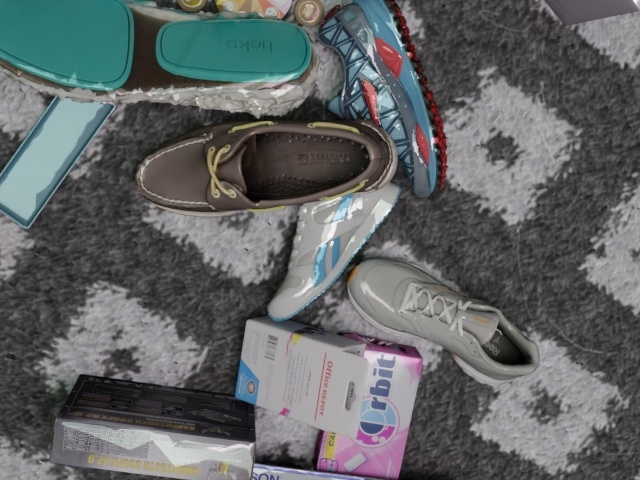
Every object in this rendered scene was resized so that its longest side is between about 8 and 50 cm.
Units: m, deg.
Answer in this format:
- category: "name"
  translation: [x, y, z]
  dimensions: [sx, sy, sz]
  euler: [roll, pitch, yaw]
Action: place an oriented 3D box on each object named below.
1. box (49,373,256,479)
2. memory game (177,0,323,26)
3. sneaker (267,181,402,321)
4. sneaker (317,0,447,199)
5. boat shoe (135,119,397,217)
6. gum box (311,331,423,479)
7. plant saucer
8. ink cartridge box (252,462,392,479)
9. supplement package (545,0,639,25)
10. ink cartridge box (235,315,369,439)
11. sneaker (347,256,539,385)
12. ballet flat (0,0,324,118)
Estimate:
- category: "box"
  translation: [-0.194, 0.226, 1.232]
  dimensions: [0.231, 0.183, 0.056]
  euler: [8, 98, -7]
- category: "memory game"
  translation: [-0.083, -0.307, 1.247]
  dimensions: [0.186, 0.012, 0.186]
  euler: [-1, 98, -5]
- category: "sneaker"
  translation: [0.000, 0.000, 1.270]
  dimensions: [0.092, 0.087, 0.229]
  euler: [37, 87, -2]
- category: "sneaker"
  translation: [0.075, -0.167, 1.253]
  dimensions: [0.125, 0.104, 0.262]
  euler: [-18, 96, 16]
- category: "boat shoe"
  translation: [-0.076, -0.087, 1.200]
  dimensions: [0.324, 0.097, 0.117]
  euler: [-3, 93, 14]
- category: "gum box"
  translation: [0.060, 0.215, 1.311]
  dimensions: [0.107, 0.062, 0.188]
  euler: [10, 98, -6]
- category: "plant saucer"
  translation: [-0.332, -0.109, 1.254]
  dimensions: [0.067, 0.018, 0.192]
  euler: [36, 95, -9]
- category: "ink cartridge box"
  translation: [0.009, 0.445, 1.334]
  dimensions: [0.324, 0.071, 0.330]
  euler: [9, 100, -5]
- category: "supplement package"
  translation: [0.326, -0.343, 1.157]
  dimensions: [0.139, 0.244, 0.134]
  euler: [-42, 99, 3]
- category: "ink cartridge box"
  translation: [-0.010, 0.165, 1.251]
  dimensions: [0.181, 0.061, 0.104]
  euler: [15, 100, 32]
- category: "sneaker"
  translation: [0.160, 0.091, 1.262]
  dimensions: [0.262, 0.121, 0.099]
  euler: [28, 74, -10]
- category: "ballet flat"
  translation: [-0.203, -0.203, 1.191]
  dimensions: [0.408, 0.147, 0.147]
  euler: [8, 98, -7]
